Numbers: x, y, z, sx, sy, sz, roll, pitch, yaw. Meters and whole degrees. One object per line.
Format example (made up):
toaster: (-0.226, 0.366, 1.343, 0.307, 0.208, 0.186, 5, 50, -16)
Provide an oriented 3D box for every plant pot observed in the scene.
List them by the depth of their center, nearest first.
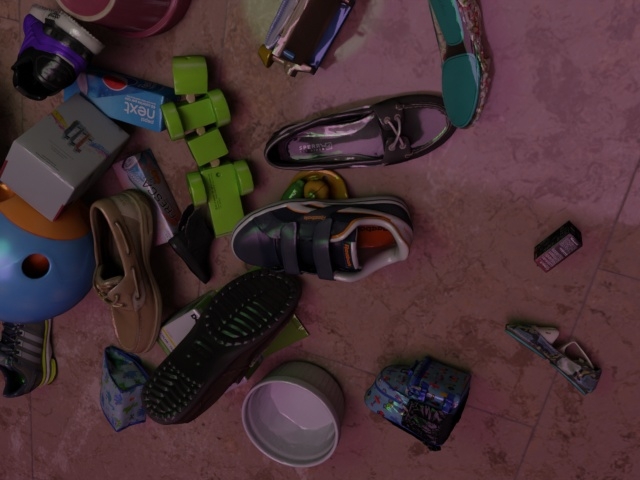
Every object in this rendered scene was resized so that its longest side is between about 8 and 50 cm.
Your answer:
plant pot: (-0.339, -0.434, 1.078, 0.201, 0.180, 0.201, 6, 113, 15)

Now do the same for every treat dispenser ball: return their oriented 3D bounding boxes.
treat dispenser ball: (-0.579, 0.019, 1.282, 0.288, 0.288, 0.288, 7, 113, 16)

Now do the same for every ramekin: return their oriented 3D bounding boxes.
ramekin: (-0.047, 0.348, 1.334, 0.207, 0.109, 0.207, 7, 113, 17)

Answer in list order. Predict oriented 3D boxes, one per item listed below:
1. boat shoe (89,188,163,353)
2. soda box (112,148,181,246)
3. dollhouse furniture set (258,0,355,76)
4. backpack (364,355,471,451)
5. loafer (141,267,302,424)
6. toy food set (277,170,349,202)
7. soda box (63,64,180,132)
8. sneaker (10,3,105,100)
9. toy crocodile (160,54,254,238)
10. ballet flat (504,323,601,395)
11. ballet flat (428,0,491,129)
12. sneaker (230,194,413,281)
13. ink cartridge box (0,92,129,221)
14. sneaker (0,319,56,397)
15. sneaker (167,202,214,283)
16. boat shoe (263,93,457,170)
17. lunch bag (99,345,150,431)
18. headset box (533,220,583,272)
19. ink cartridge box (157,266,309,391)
boat shoe: (-0.391, 0.074, 1.264, 0.121, 0.110, 0.341, 11, 111, 30)
soda box: (-0.335, -0.083, 1.287, 0.063, 0.058, 0.183, -17, 105, 24)
dollhouse furniture set: (-0.059, -0.403, 0.934, 0.198, 0.286, 0.303, 32, 106, 4)
backpack: (0.177, 0.285, 1.213, 0.173, 0.158, 0.117, 22, 109, 23)
loafer: (-0.181, 0.200, 1.241, 0.134, 0.366, 0.130, 41, 164, 24)
toy food set: (-0.034, -0.030, 1.197, 0.128, 0.071, 0.218, 35, 118, 3)
soda box: (-0.372, -0.269, 1.220, 0.210, 0.067, 0.071, 18, 116, 11)
sneaker: (-0.481, -0.316, 1.124, 0.102, 0.293, 0.146, 37, 85, -36)
toy crocodile: (-0.206, -0.166, 1.187, 0.115, 0.105, 0.341, -20, 113, -12)
ballet flat: (0.413, 0.191, 1.147, 0.188, 0.070, 0.070, 39, 118, -1)
ballet flat: (0.225, -0.295, 0.997, 0.091, 0.077, 0.241, 10, 118, 51)
sneaker: (0.000, 0.000, 1.114, 0.321, 0.127, 0.126, -10, 124, 4)
ink cartridge box: (-0.464, -0.153, 1.187, 0.127, 0.176, 0.128, 41, 135, -11)
sneaker: (-0.694, 0.232, 1.503, 0.111, 0.121, 0.300, 4, 112, 17)
sneaker: (-0.239, 0.010, 1.288, 0.051, 0.089, 0.170, 34, 162, 41)
boat shoe: (0.063, -0.167, 1.094, 0.335, 0.095, 0.112, -7, 109, 21)
lunch bag: (-0.454, 0.331, 1.478, 0.151, 0.096, 0.129, 35, 122, 36)
headset box: (0.388, 0.013, 1.074, 0.032, 0.062, 0.083, 44, 117, -1)
ink cartridge box: (-0.184, 0.192, 1.325, 0.255, 0.097, 0.189, -31, 98, 27)
